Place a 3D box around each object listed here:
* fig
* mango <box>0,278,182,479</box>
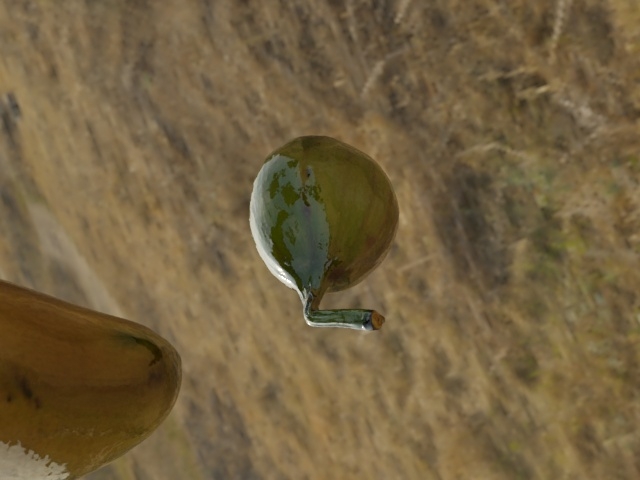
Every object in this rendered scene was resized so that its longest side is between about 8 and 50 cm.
[{"bbox_3d":[0.001,0.001,1.220,0.142,0.148,0.186,88,-166,-69],"label":"fig"},{"bbox_3d":[-0.274,0.125,1.129,0.211,0.317,0.173,-56,38,37],"label":"mango"}]
